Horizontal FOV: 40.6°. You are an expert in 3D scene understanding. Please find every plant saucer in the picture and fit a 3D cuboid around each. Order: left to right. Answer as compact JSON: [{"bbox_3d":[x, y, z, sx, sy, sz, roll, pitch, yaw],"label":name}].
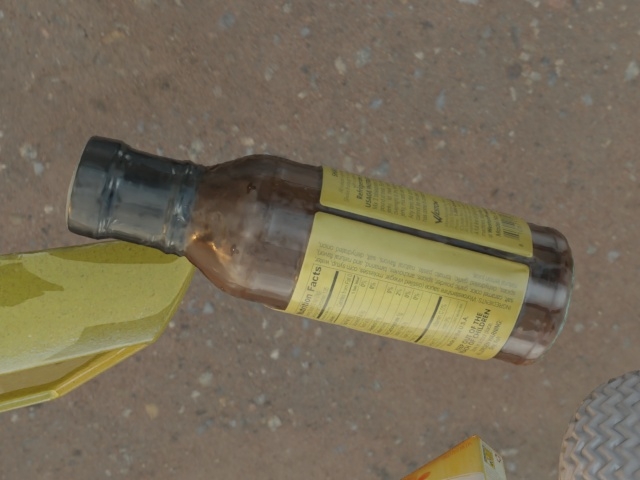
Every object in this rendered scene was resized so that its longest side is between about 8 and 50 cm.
[{"bbox_3d":[-0.299,0.100,0.738,0.332,0.081,0.333,-8,165,-40],"label":"plant saucer"}]

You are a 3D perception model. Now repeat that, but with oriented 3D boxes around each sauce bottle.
[{"bbox_3d":[0.000,0.000,0.613,0.344,0.111,0.111,16,115,-6],"label":"sauce bottle"}]

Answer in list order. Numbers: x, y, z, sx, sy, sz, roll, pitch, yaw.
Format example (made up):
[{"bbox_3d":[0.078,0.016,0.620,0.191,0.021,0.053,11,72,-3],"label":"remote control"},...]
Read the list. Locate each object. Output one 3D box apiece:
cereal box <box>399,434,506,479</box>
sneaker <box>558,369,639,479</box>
[{"bbox_3d":[0.092,0.301,0.737,0.173,0.240,0.047,-38,113,22],"label":"cereal box"},{"bbox_3d":[0.282,0.180,0.361,0.365,0.137,0.210,10,131,21],"label":"sneaker"}]
